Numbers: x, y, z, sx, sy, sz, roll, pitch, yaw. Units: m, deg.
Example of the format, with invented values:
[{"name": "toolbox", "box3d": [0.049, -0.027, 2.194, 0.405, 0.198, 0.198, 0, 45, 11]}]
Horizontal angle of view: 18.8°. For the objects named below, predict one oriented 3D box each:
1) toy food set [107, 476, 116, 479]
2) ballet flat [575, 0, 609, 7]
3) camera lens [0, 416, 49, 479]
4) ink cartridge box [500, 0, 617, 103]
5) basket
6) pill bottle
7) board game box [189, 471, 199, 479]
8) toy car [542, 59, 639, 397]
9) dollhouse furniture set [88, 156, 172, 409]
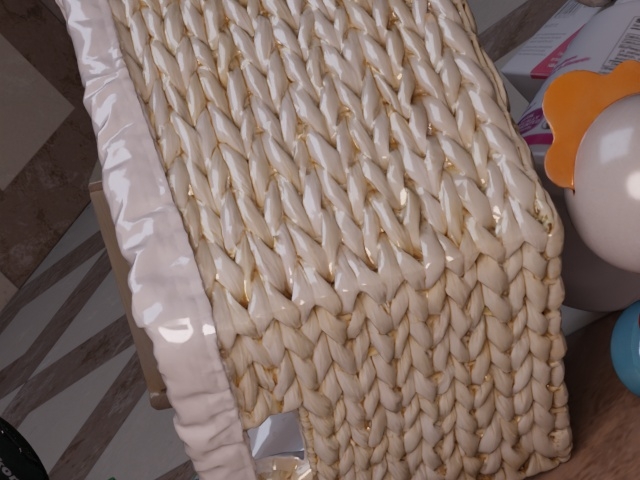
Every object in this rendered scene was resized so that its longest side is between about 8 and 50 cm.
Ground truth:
[{"name": "toy food set", "box3d": [-0.259, 0.309, 2.209, 0.083, 0.020, 0.082, -41, 13, 17]}, {"name": "ballet flat", "box3d": [0.253, -0.252, 1.759, 0.074, 0.074, 0.203, -40, 20, 20]}, {"name": "camera lens", "box3d": [-0.473, 0.342, 2.326, 0.274, 0.219, 0.219, -39, 13, 23]}, {"name": "ink cartridge box", "box3d": [0.329, -0.218, 1.811, 0.283, 0.117, 0.207, -46, 12, -4]}, {"name": "basket", "box3d": [0.000, 0.000, 1.323, 0.266, 0.328, 0.331, -16, 54, -3]}, {"name": "pill bottle", "box3d": [0.251, -0.091, 1.549, 0.160, 0.160, 0.283, -29, 19, 51]}, {"name": "board game box", "box3d": [-0.035, 0.212, 1.750, 0.317, 0.046, 0.213, -28, 21, 52]}, {"name": "toy car", "box3d": [0.241, -0.031, 1.204, 0.210, 0.238, 0.219, -49, 13, -18]}, {"name": "dollhouse furniture set", "box3d": [-0.007, -0.008, 1.980, 0.394, 0.256, 0.362, -11, 23, 6]}]
